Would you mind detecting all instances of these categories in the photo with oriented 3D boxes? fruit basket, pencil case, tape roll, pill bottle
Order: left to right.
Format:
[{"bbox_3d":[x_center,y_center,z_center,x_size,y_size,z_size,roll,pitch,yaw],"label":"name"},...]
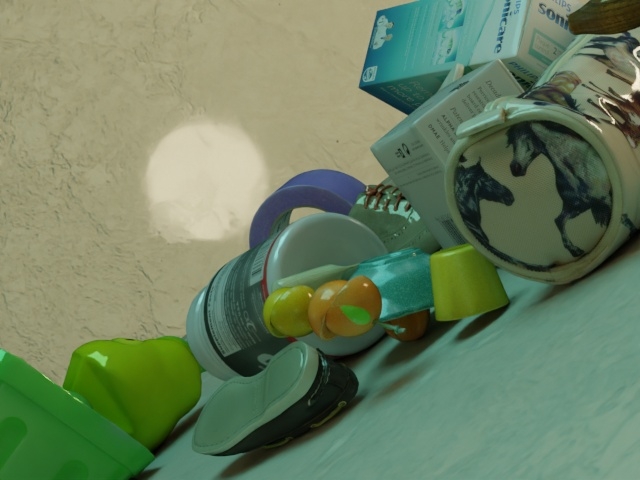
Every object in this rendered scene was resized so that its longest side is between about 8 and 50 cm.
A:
[{"bbox_3d":[-0.340,0.231,1.889,0.392,0.283,0.392,-49,12,15],"label":"fruit basket"},{"bbox_3d":[-0.043,0.079,1.648,0.161,0.161,0.283,-39,4,-30],"label":"pill bottle"},{"bbox_3d":[0.000,0.000,1.981,0.189,0.189,0.080,-34,6,28],"label":"tape roll"},{"bbox_3d":[0.260,-0.120,1.282,0.160,0.183,0.410,-33,6,42],"label":"pencil case"}]

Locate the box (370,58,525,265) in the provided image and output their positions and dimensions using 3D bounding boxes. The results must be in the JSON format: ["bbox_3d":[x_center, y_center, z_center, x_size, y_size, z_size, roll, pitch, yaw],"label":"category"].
[{"bbox_3d":[0.169,-0.074,1.496,0.119,0.182,0.181,-38,4,-13],"label":"box"}]

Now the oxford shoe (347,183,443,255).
[{"bbox_3d":[0.100,-0.018,1.772,0.348,0.130,0.123,-32,6,45],"label":"oxford shoe"}]

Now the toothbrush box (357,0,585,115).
[{"bbox_3d":[0.234,-0.234,1.876,0.296,0.216,0.126,-5,67,49],"label":"toothbrush box"}]

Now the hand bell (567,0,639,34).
[{"bbox_3d":[0.311,-0.208,1.142,0.242,0.126,0.126,-15,17,38],"label":"hand bell"}]

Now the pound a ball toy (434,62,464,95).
[{"bbox_3d":[0.237,-0.112,1.806,0.319,0.208,0.135,125,158,-76],"label":"pound a ball toy"}]

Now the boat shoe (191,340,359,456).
[{"bbox_3d":[-0.050,0.169,1.388,0.228,0.069,0.081,-34,39,48],"label":"boat shoe"}]

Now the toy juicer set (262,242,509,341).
[{"bbox_3d":[0.044,0.067,1.396,0.209,0.089,0.329,-16,3,-10],"label":"toy juicer set"}]
